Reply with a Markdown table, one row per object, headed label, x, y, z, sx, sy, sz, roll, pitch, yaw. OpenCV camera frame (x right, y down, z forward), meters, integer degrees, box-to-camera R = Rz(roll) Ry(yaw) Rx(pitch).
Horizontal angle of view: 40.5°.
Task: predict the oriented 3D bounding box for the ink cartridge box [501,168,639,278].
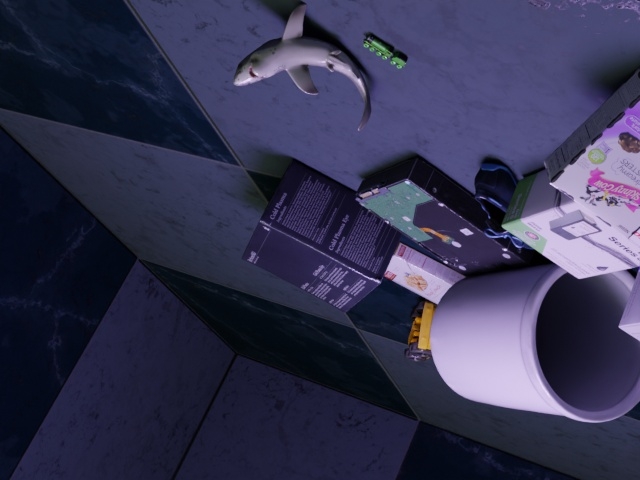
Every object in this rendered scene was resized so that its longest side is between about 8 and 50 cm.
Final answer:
| label | x | y | z | sx | sy | sz | roll | pitch | yaw |
| --- | --- | --- | --- | --- | --- | --- | --- | --- | --- |
| ink cartridge box | 0.483 | -0.045 | 1.508 | 0.198 | 0.115 | 0.273 | 32 | 159 | -14 |

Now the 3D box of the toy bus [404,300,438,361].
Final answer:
| label | x | y | z | sx | sy | sz | roll | pitch | yaw |
| --- | --- | --- | --- | --- | --- | --- | --- | --- | --- |
| toy bus | 0.354 | 0.270 | 2.452 | 0.211 | 0.150 | 0.220 | 10 | 162 | -1 |

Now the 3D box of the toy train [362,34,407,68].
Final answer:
| label | x | y | z | sx | sy | sz | roll | pitch | yaw |
| --- | --- | --- | --- | --- | --- | --- | --- | --- | --- |
| toy train | 0.109 | -0.315 | 1.447 | 0.083 | 0.017 | 0.023 | 31 | 150 | -11 |

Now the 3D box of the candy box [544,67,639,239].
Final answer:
| label | x | y | z | sx | sy | sz | roll | pitch | yaw |
| --- | --- | --- | --- | --- | --- | --- | --- | --- | --- |
| candy box | 0.457 | -0.122 | 1.267 | 0.164 | 0.070 | 0.196 | 32 | 122 | -16 |

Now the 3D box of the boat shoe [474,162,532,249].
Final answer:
| label | x | y | z | sx | sy | sz | roll | pitch | yaw |
| --- | --- | --- | --- | --- | --- | --- | --- | --- | --- |
| boat shoe | 0.354 | -0.049 | 1.697 | 0.109 | 0.089 | 0.258 | 5 | 151 | 46 |

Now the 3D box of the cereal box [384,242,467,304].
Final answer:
| label | x | y | z | sx | sy | sz | roll | pitch | yaw |
| --- | --- | --- | --- | --- | --- | --- | --- | --- | --- |
| cereal box | 0.278 | 0.100 | 2.222 | 0.240 | 0.047 | 0.173 | 27 | 160 | 0 |

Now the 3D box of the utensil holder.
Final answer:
| label | x | y | z | sx | sy | sz | roll | pitch | yaw |
| --- | --- | --- | --- | --- | --- | --- | --- | --- | --- |
| utensil holder | 0.463 | 0.208 | 1.869 | 0.327 | 0.328 | 0.385 | 33 | 163 | -18 |

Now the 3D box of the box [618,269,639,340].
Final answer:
| label | x | y | z | sx | sy | sz | roll | pitch | yaw |
| --- | --- | --- | --- | --- | --- | --- | --- | --- | --- |
| box | 0.658 | 0.097 | 1.547 | 0.119 | 0.181 | 0.182 | 32 | 160 | -12 |

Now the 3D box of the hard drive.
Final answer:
| label | x | y | z | sx | sy | sz | roll | pitch | yaw |
| --- | --- | --- | --- | --- | --- | --- | --- | --- | --- |
| hard drive | 0.264 | -0.042 | 1.864 | 0.339 | 0.064 | 0.237 | 32 | 159 | -17 |

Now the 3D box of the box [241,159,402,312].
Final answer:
| label | x | y | z | sx | sy | sz | roll | pitch | yaw |
| --- | --- | --- | --- | --- | --- | --- | --- | --- | --- |
| box | 0.000 | 0.000 | 2.128 | 0.312 | 0.179 | 0.343 | 27 | 160 | -4 |

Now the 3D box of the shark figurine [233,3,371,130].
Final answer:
| label | x | y | z | sx | sy | sz | roll | pitch | yaw |
| --- | --- | --- | --- | --- | --- | --- | --- | --- | --- |
| shark figurine | -0.008 | -0.313 | 1.529 | 0.278 | 0.166 | 0.116 | 16 | -168 | -25 |
